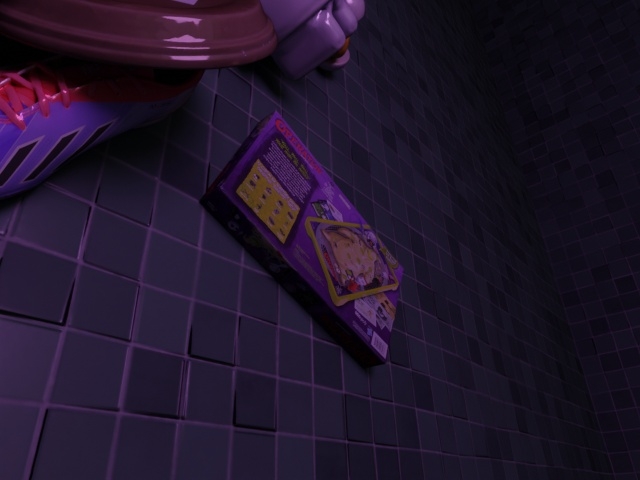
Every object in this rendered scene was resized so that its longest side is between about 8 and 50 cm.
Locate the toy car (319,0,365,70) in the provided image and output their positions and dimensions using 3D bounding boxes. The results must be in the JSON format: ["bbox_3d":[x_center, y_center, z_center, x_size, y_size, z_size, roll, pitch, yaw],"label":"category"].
[{"bbox_3d":[0.001,-0.426,0.903,0.136,0.159,0.182,6,59,-11],"label":"toy car"}]

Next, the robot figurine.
[{"bbox_3d":[-0.095,-0.416,0.691,0.353,0.199,0.300,49,37,-23],"label":"robot figurine"}]

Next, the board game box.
[{"bbox_3d":[0.000,0.000,0.701,0.347,0.056,0.208,49,41,-23],"label":"board game box"}]

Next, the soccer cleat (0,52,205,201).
[{"bbox_3d":[-0.217,-0.132,0.426,0.109,0.116,0.318,57,35,-13],"label":"soccer cleat"}]

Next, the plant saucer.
[{"bbox_3d":[-0.176,-0.233,0.462,0.278,0.041,0.278,10,36,-7],"label":"plant saucer"}]
